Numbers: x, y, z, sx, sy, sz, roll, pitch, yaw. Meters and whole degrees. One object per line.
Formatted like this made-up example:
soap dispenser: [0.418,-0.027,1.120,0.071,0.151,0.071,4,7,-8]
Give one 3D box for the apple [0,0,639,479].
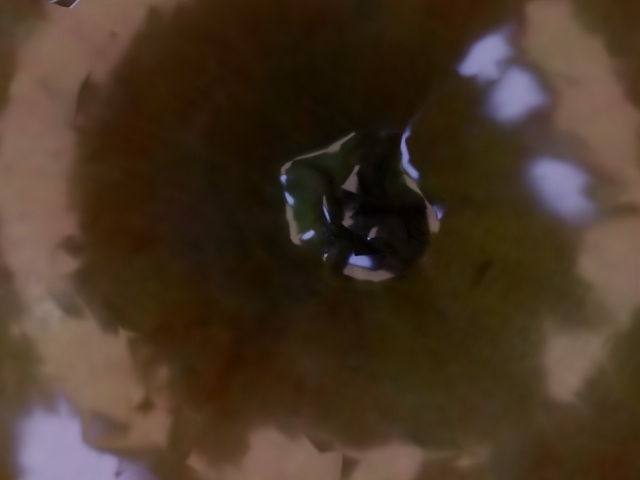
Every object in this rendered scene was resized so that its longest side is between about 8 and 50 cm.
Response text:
apple: [0.000,0.000,0.460,0.400,0.333,0.400,-3,78,15]
